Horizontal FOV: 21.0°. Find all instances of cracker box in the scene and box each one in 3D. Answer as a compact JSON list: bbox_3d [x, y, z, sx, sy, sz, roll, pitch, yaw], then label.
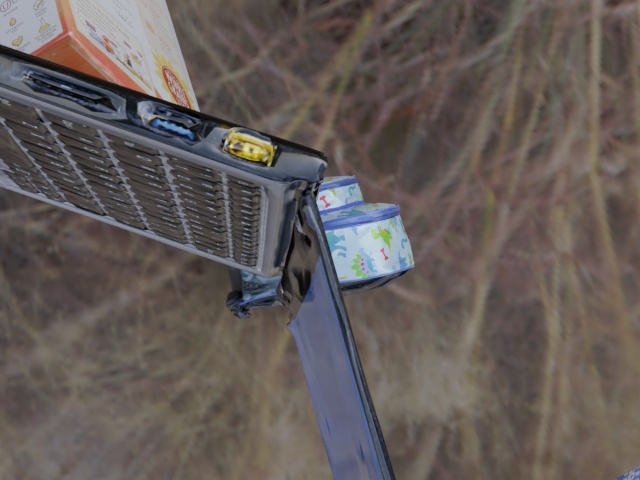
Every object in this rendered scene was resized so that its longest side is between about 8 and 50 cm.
[{"bbox_3d":[-0.147,-0.140,1.011,0.067,0.232,0.156,-29,140,13],"label":"cracker box"}]

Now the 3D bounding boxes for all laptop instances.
[{"bbox_3d":[-0.095,0.080,0.732,0.407,0.382,0.236,19,83,-1],"label":"laptop"}]

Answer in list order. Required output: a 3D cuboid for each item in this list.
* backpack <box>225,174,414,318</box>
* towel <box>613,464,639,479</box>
[{"bbox_3d":[0.000,0.000,1.174,0.114,0.105,0.084,-9,93,21],"label":"backpack"},{"bbox_3d":[0.277,0.160,1.053,0.040,0.243,0.336,41,127,-14],"label":"towel"}]
